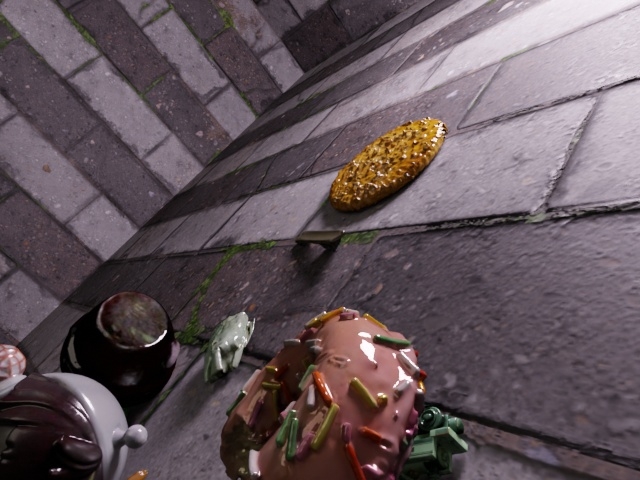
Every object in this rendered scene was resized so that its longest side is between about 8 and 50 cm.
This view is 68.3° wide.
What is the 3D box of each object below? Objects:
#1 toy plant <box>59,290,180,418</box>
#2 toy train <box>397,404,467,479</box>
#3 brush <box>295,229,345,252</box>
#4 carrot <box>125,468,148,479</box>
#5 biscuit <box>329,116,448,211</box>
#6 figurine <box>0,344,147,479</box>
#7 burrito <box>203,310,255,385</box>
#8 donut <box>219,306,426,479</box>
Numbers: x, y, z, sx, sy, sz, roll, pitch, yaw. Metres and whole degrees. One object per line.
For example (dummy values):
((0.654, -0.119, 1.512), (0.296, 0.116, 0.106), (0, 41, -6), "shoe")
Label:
((-0.336, 0.200, 0.786), (0.235, 0.175, 0.218), (-58, 18, 29), "toy plant")
((0.072, 0.161, 0.364), (0.083, 0.033, 0.053), (-27, 30, 32), "toy train")
((0.000, 0.000, 0.804), (0.034, 0.027, 0.190), (-42, 14, -15), "brush")
((-0.277, 0.346, 0.523), (0.048, 0.048, 0.216), (-12, 27, 49), "carrot")
((0.116, -0.145, 0.877), (0.254, 0.035, 0.254), (-34, 23, 16), "biscuit")
((-0.388, 0.272, 0.635), (0.370, 0.281, 0.167), (-13, 0, 37), "figurine")
((-0.139, 0.158, 0.696), (0.074, 0.044, 0.118), (-29, 20, 15), "burrito")
((-0.007, 0.143, 0.397), (0.199, 0.085, 0.233), (-51, 9, -18), "donut")
